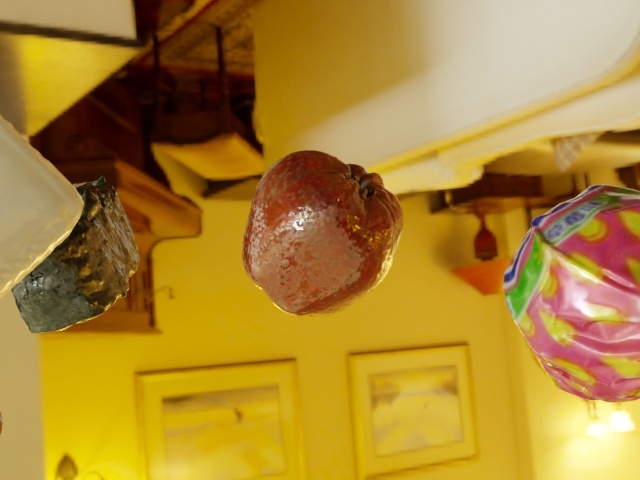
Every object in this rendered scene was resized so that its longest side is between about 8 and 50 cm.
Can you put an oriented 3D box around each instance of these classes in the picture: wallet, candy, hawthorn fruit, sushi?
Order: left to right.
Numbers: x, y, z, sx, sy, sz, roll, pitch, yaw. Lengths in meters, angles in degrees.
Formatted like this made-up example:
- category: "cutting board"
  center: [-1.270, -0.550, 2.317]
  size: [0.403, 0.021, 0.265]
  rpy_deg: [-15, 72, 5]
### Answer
- category: "wallet"
  center: [-0.221, -0.007, 0.485]
  size: [0.032, 0.124, 0.183]
  rpy_deg: [-37, -170, 48]
- category: "sushi"
  center: [-0.286, 0.009, 1.038]
  size: [0.124, 0.127, 0.225]
  rpy_deg: [-18, -161, 6]
- category: "hawthorn fruit"
  center: [0.000, 0.000, 0.770]
  size: [0.138, 0.133, 0.133]
  rpy_deg: [-51, 152, 21]
- category: "candy"
  center: [0.238, 0.106, 0.457]
  size: [0.124, 0.365, 0.124]
  rpy_deg: [-27, 145, -21]

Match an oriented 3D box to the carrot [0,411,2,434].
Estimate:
- category: "carrot"
  center: [-0.695, 0.285, 1.429]
  size: [0.341, 0.224, 0.224]
  rpy_deg: [38, 149, -31]
